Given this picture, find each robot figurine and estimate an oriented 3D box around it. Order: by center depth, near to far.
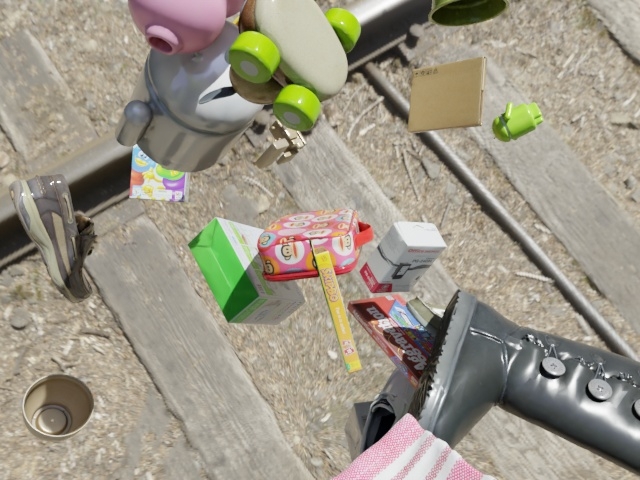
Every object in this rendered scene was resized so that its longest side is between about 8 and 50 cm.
[{"bbox_3d":[-0.213,-0.247,1.085,0.300,0.353,0.200,-36,92,-31],"label":"robot figurine"},{"bbox_3d":[0.442,-0.266,1.429,0.115,0.101,0.067,-26,60,17],"label":"robot figurine"}]

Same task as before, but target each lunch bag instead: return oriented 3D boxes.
[{"bbox_3d":[0.000,0.000,1.496,0.258,0.293,0.120,-8,104,11],"label":"lunch bag"}]

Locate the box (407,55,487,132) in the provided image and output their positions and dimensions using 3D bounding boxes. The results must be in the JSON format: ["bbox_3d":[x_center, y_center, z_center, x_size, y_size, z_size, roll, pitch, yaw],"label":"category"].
[{"bbox_3d":[0.304,-0.349,1.525,0.201,0.021,0.165,2,85,42],"label":"box"}]

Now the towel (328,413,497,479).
[{"bbox_3d":[0.036,0.149,0.266,0.144,0.197,0.029,-26,105,-19],"label":"towel"}]

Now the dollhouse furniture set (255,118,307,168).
[{"bbox_3d":[-0.139,-0.304,1.872,0.151,0.144,0.123,-27,82,-41],"label":"dollhouse furniture set"}]

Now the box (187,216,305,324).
[{"bbox_3d":[-0.194,0.086,1.706,0.126,0.231,0.262,-40,66,18],"label":"box"}]

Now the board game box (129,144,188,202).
[{"bbox_3d":[-0.414,-0.242,1.661,0.142,0.144,0.275,5,91,-8],"label":"board game box"}]

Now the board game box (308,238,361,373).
[{"bbox_3d":[0.026,0.120,1.239,0.039,0.124,0.260,-19,95,-3],"label":"board game box"}]

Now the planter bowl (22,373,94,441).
[{"bbox_3d":[-0.652,0.426,1.546,0.162,0.109,0.162,20,43,-20],"label":"planter bowl"}]

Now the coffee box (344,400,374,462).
[{"bbox_3d":[0.198,0.471,1.585,0.246,0.141,0.098,-2,49,-14],"label":"coffee box"}]

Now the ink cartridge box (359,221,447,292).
[{"bbox_3d":[0.166,0.036,1.273,0.109,0.150,0.063,1,48,-34],"label":"ink cartridge box"}]

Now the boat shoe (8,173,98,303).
[{"bbox_3d":[-0.552,0.003,1.379,0.130,0.355,0.132,-24,52,-18],"label":"boat shoe"}]

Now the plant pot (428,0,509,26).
[{"bbox_3d":[0.152,-0.278,0.660,0.083,0.083,0.079,-4,88,-3],"label":"plant pot"}]

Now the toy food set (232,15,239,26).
[{"bbox_3d":[-0.132,-0.389,1.276,0.071,0.218,0.128,38,46,20],"label":"toy food set"}]

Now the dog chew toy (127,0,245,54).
[{"bbox_3d":[-0.161,-0.404,0.870,0.206,0.206,0.332,16,73,3],"label":"dog chew toy"}]

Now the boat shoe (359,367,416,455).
[{"bbox_3d":[0.147,0.357,1.304,0.095,0.084,0.258,-13,39,33],"label":"boat shoe"}]

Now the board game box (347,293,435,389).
[{"bbox_3d":[0.190,0.214,1.372,0.145,0.027,0.281,-6,34,-31],"label":"board game box"}]

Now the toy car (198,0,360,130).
[{"bbox_3d":[-0.073,-0.220,0.754,0.188,0.149,0.155,0,55,43],"label":"toy car"}]

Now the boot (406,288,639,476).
[{"bbox_3d":[0.390,0.311,1.072,0.445,0.146,0.367,25,56,6],"label":"boot"}]

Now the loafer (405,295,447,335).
[{"bbox_3d":[0.291,0.166,1.312,0.251,0.094,0.087,25,101,-19],"label":"loafer"}]
